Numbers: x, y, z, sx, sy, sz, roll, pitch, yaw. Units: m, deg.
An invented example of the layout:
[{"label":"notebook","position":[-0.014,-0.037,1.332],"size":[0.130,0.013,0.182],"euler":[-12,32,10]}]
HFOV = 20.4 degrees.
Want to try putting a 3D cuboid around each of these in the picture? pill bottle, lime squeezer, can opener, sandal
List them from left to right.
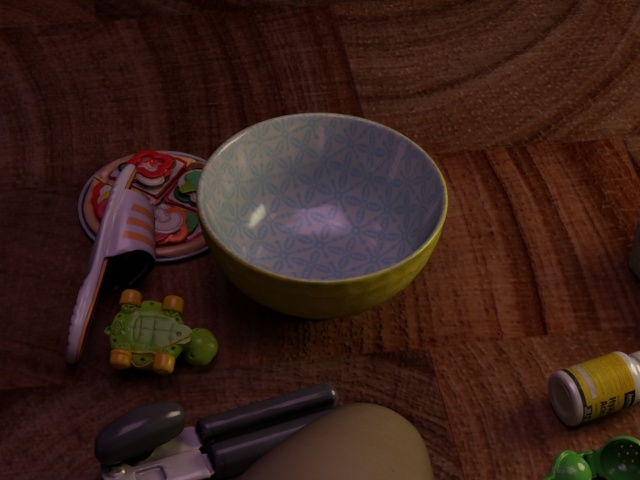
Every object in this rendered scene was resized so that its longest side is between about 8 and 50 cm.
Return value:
[{"label":"sandal","position":[-0.236,0.036,2.082],"size":[0.076,0.102,0.265],"euler":[16,58,-6]},{"label":"can opener","position":[-0.103,0.205,1.910],"size":[0.283,0.095,0.076],"euler":[-15,48,-17]},{"label":"lime squeezer","position":[0.300,0.257,1.893],"size":[0.310,0.059,0.110],"euler":[-11,27,-10]},{"label":"pill bottle","position":[0.321,0.162,1.997],"size":[0.116,0.065,0.065],"euler":[-17,48,-19]}]

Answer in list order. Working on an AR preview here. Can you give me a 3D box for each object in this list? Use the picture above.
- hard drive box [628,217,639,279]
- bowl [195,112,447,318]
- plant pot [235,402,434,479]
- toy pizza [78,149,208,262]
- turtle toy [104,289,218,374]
[{"label":"hard drive box","position":[0.508,0.049,2.105],"size":[0.181,0.089,0.232],"euler":[-18,47,-19]},{"label":"bowl","position":[0.000,0.000,2.081],"size":[0.289,0.156,0.289],"euler":[1,44,-1]},{"label":"plant pot","position":[0.015,0.285,1.756],"size":[0.256,0.256,0.274],"euler":[13,29,10]},{"label":"toy pizza","position":[-0.202,-0.051,2.211],"size":[0.201,0.032,0.201],"euler":[2,44,-1]},{"label":"turtle toy","position":[-0.181,0.113,2.020],"size":[0.130,0.066,0.095],"euler":[8,68,1]}]
